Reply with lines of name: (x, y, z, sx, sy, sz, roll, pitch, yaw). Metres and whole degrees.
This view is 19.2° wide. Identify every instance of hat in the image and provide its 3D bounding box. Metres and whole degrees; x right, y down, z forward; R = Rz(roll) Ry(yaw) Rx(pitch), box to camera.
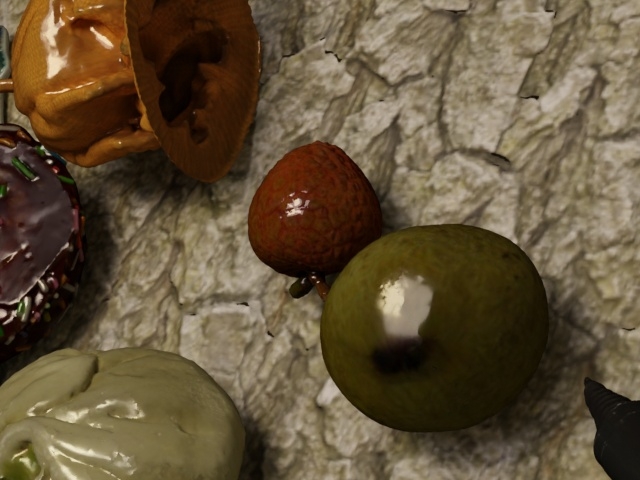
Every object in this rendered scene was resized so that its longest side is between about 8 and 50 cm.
hat: (-0.201, -0.155, 1.559, 0.233, 0.244, 0.233, -10, 15, 24)

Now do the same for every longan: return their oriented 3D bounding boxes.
longan: (0.080, 0.055, 1.298, 0.154, 0.145, 0.176, 11, 26, 18)

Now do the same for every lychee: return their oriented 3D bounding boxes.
lychee: (-0.001, -0.006, 1.414, 0.114, 0.101, 0.140, -8, 52, 22)

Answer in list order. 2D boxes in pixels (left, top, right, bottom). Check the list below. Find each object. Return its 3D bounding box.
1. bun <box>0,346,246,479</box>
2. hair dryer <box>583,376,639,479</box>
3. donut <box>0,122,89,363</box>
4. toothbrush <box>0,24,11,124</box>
bun: (-0.173, 0.180, 1.389, 0.259, 0.160, 0.259, -20, 50, 25)
hair dryer: (0.232, 0.199, 1.129, 0.189, 0.107, 0.352, -46, 38, 6)
donut: (-0.302, 0.014, 1.608, 0.235, 0.089, 0.235, -7, 60, 11)
toothbrush: (-0.301, -0.029, 1.708, 0.042, 0.040, 0.418, -15, 59, 18)
